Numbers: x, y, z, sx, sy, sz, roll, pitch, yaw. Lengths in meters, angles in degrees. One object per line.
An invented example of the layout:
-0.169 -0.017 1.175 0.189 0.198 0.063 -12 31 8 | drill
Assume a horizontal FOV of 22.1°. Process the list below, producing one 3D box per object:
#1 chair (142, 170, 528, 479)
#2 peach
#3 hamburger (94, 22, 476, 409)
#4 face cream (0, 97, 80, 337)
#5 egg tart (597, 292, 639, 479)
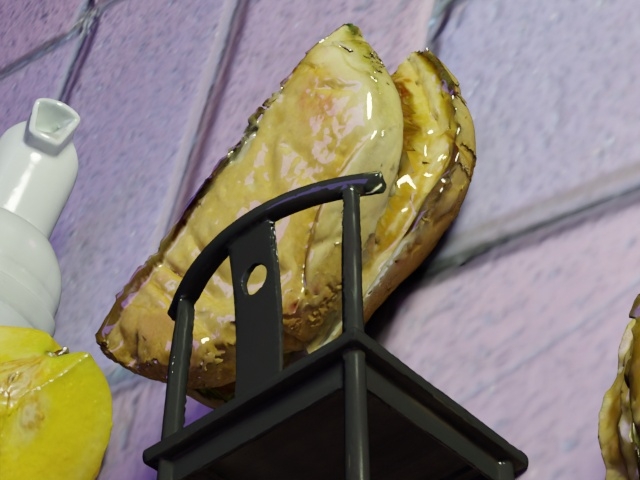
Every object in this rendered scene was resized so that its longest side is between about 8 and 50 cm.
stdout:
0.004 0.114 0.804 0.155 0.141 0.260 -32 37 28 | chair
-0.209 0.131 1.089 0.151 0.151 0.118 -91 16 -47 | peach
0.000 0.000 0.971 0.262 0.124 0.131 -54 49 3 | hamburger
-0.272 0.065 1.221 0.145 0.145 0.369 -11 47 47 | face cream
0.203 0.054 0.650 0.241 0.106 0.241 -30 41 30 | egg tart
